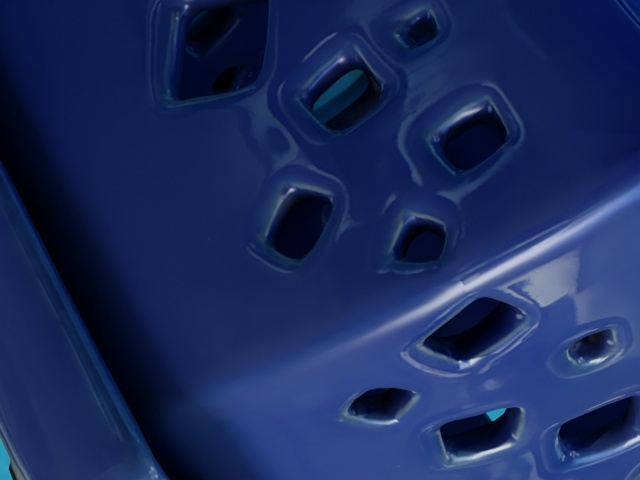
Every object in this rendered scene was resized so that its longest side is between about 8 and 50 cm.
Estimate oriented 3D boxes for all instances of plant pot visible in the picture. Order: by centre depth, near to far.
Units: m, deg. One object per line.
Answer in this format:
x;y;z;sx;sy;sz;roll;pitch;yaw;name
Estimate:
0.000;0.000;0.636;0.212;0.236;0.236;-32;146;1;plant pot
